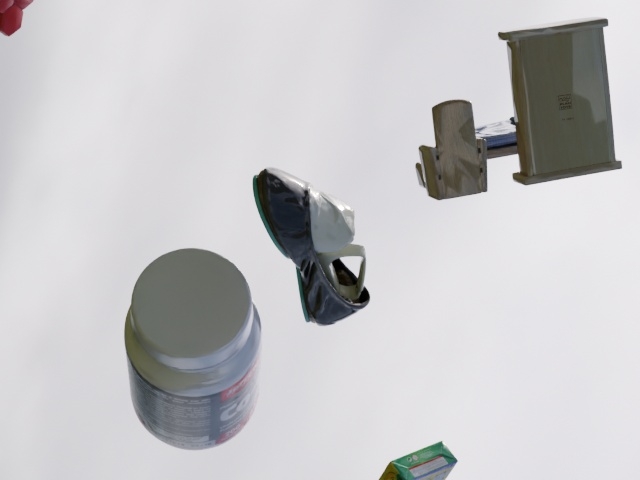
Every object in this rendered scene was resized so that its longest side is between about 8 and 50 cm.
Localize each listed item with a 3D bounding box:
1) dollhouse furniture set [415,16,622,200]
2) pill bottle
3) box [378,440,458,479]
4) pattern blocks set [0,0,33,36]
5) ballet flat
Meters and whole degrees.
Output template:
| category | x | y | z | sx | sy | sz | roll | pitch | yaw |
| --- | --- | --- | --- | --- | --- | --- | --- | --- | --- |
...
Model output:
| category | x | y | z | sx | sy | sz | roll | pitch | yaw |
| --- | --- | --- | --- | --- | --- | --- | --- | --- | --- |
| dollhouse furniture set | 0.231 | -0.191 | 2.421 | 0.303 | 0.286 | 0.198 | -150 | -129 | -73 |
| pill bottle | -0.149 | 0.130 | 2.121 | 0.283 | 0.161 | 0.161 | 97 | -3 | -64 |
| box | 0.108 | 0.356 | 2.466 | 0.043 | 0.105 | 0.179 | 53 | -43 | 24 |
| pattern blocks set | -0.395 | -0.435 | 2.209 | 0.026 | 0.285 | 0.324 | 22 | -91 | 28 |
| ballet flat | 0.000 | 0.000 | 2.084 | 0.280 | 0.096 | 0.095 | 67 | 17 | -54 |
